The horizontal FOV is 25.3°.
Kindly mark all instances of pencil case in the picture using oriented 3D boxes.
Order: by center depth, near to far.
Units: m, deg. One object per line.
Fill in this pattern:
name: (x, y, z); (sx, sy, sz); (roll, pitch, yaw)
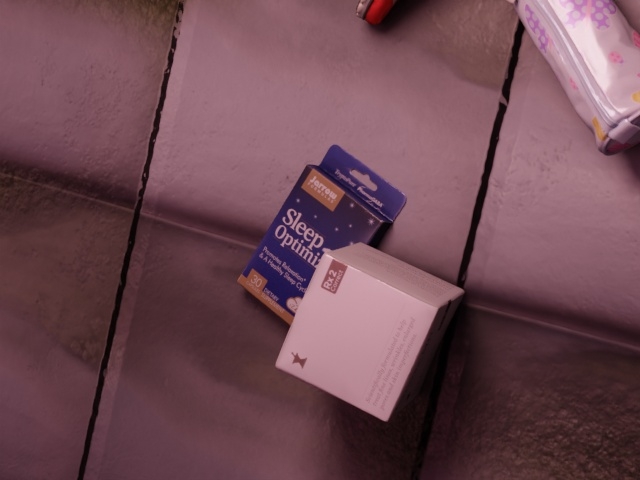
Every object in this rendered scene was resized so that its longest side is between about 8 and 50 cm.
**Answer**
pencil case: (0.303, -0.231, 1.636); (0.113, 0.124, 0.273); (-37, 73, 22)

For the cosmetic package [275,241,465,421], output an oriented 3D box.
cosmetic package: (0.062, 0.104, 1.702); (0.151, 0.183, 0.151); (25, 101, 12)

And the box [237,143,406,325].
box: (0.000, 0.000, 1.842); (0.136, 0.036, 0.225); (38, 104, 24)

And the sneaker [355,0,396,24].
sneaker: (0.152, -0.345, 1.737); (0.118, 0.107, 0.279); (42, 124, -11)
